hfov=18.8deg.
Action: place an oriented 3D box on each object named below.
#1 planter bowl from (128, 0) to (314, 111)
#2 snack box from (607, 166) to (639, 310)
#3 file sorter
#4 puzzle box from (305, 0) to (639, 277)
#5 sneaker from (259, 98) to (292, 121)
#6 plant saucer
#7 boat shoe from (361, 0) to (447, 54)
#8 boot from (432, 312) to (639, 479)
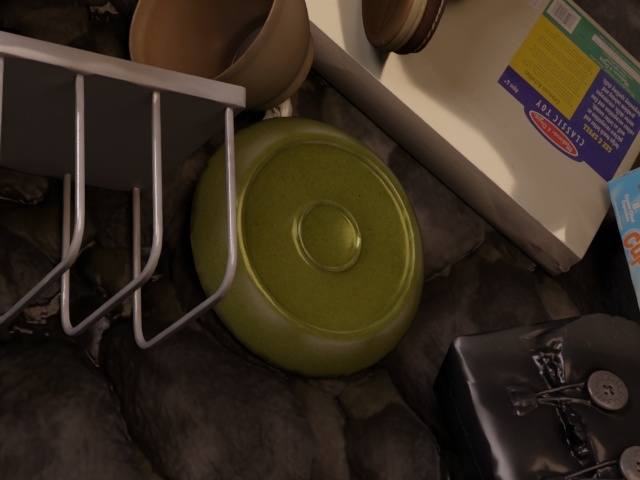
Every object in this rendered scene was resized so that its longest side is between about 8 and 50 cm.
[{"bbox_3d":[-0.073,-0.179,1.710,0.109,0.162,0.162,36,46,-48],"label":"planter bowl"},{"bbox_3d":[0.383,0.095,1.874,0.187,0.060,0.322,17,56,-49],"label":"snack box"},{"bbox_3d":[-0.223,-0.034,1.500,0.277,0.193,0.173,11,63,-28],"label":"file sorter"},{"bbox_3d":[0.144,-0.186,1.906,0.409,0.052,0.272,41,50,-8],"label":"puzzle box"},{"bbox_3d":[-0.040,-0.097,1.758,0.037,0.032,0.083,-11,71,-16],"label":"sneaker"},{"bbox_3d":[0.000,0.000,1.702,0.241,0.037,0.241,11,68,-29],"label":"plant saucer"},{"bbox_3d":[0.133,-0.296,1.850,0.123,0.123,0.342,29,48,-16],"label":"boat shoe"},{"bbox_3d":[0.319,0.268,1.654,0.367,0.146,0.445,5,45,-28],"label":"boot"}]
